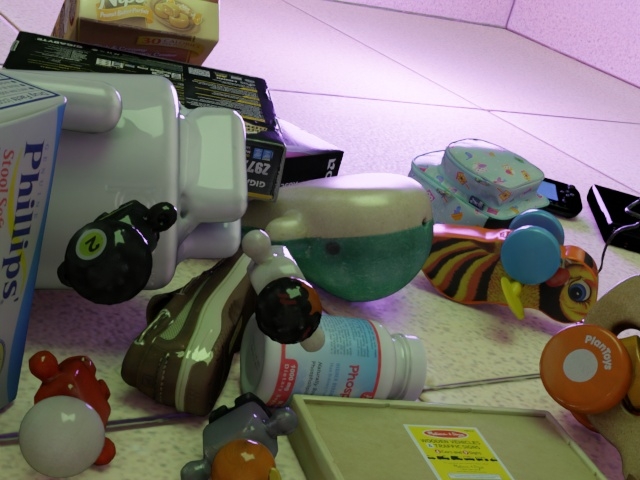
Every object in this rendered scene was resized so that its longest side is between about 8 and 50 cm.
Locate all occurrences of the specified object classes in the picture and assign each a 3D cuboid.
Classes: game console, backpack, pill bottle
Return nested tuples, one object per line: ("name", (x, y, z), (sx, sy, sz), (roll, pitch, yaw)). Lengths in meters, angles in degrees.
("game console", (0.418, -0.062, 1.753), (0.362, 0.043, 0.213), (15, 21, 0))
("backpack", (0.210, -0.064, 1.478), (0.188, 0.144, 0.166), (25, 28, 31))
("pill bottle", (0.012, 0.113, 0.966), (0.160, 0.087, 0.087), (7, 23, -21))

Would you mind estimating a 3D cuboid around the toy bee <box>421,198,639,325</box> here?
("toy bee", (0.269, 0.050, 1.263), (0.298, 0.162, 0.195), (0, 17, 38))

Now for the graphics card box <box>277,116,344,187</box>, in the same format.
("graphics card box", (-0.172, -0.110, 1.389), (0.233, 0.094, 0.371), (30, 24, 33))

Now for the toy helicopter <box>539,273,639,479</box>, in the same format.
("toy helicopter", (0.386, 0.166, 0.946), (0.355, 0.235, 0.140), (53, 7, 32))

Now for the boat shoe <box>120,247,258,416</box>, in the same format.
("boat shoe", (-0.117, 0.066, 0.988), (0.095, 0.095, 0.257), (12, 21, 6))

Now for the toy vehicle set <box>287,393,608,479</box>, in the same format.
("toy vehicle set", (0.118, 0.198, 0.896), (0.267, 0.035, 0.166), (7, 23, -21))

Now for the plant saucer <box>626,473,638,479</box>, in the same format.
("plant saucer", (0.281, 0.237, 0.888), (0.015, 0.083, 0.083), (-32, 30, -1))

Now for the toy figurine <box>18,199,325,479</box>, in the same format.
("toy figurine", (-0.106, 0.085, 0.783), (0.210, 0.213, 0.148), (17, 9, -9))

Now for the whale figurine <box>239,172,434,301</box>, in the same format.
("whale figurine", (0.000, 0.000, 1.227), (0.272, 0.141, 0.216), (-2, 11, 28))

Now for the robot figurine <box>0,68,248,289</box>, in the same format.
("robot figurine", (-0.246, -0.055, 0.957), (0.354, 0.300, 0.199), (0, 58, -9))

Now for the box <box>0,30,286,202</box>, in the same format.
("box", (-0.213, -0.151, 1.231), (0.322, 0.079, 0.257), (9, 25, -13))

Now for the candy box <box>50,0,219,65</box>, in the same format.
("candy box", (-0.273, -0.257, 1.443), (0.183, 0.087, 0.316), (5, -16, -23))

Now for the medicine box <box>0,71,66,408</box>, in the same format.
("medicine box", (-0.365, -0.019, 0.784), (0.289, 0.263, 0.149), (22, 22, 17))
